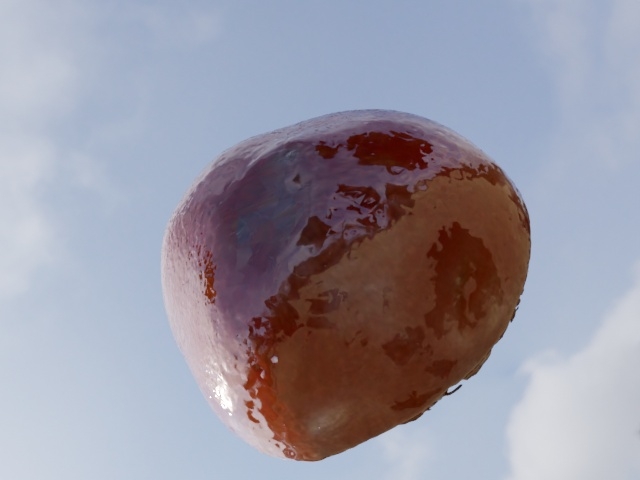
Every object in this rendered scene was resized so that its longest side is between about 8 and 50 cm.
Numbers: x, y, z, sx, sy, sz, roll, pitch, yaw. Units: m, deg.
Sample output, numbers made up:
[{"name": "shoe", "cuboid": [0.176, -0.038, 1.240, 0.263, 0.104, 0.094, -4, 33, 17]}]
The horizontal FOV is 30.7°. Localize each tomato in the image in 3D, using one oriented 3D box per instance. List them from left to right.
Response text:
[{"name": "tomato", "cuboid": [0.000, 0.000, 0.448, 0.155, 0.155, 0.069, -46, -43, -9]}]
